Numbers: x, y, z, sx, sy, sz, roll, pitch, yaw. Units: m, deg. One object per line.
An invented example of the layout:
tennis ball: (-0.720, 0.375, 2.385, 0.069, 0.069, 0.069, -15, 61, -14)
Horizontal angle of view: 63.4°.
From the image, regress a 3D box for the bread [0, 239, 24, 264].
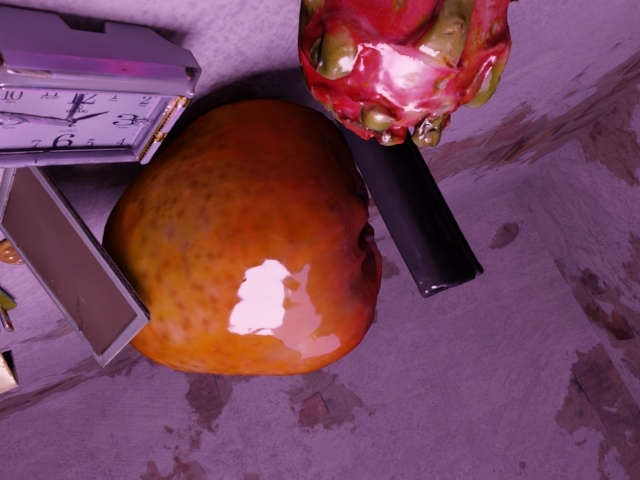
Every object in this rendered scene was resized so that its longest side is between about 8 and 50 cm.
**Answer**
bread: (-0.521, 0.012, 0.930, 0.110, 0.025, 0.110, -26, 167, -6)

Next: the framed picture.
framed picture: (-0.359, 0.032, 0.733, 0.018, 0.293, 0.231, -35, 178, -45)

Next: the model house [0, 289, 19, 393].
model house: (-0.733, 0.310, 1.038, 0.300, 0.324, 0.340, -20, 167, -22)

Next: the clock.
clock: (-0.280, -0.155, 0.578, 0.253, 0.084, 0.186, -13, 162, -47)

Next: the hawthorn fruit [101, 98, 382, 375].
hawthorn fruit: (-0.120, 0.005, 0.854, 0.471, 0.472, 0.472, -25, 168, -6)

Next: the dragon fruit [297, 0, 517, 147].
dragon fruit: (0.101, -0.256, 0.567, 0.237, 0.231, 0.303, 1, 110, -66)

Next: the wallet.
wallet: (0.115, -0.117, 0.776, 0.062, 0.407, 0.228, -29, 168, 27)
